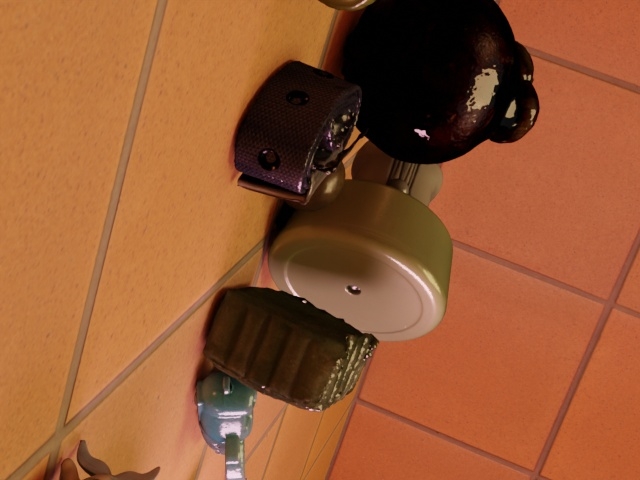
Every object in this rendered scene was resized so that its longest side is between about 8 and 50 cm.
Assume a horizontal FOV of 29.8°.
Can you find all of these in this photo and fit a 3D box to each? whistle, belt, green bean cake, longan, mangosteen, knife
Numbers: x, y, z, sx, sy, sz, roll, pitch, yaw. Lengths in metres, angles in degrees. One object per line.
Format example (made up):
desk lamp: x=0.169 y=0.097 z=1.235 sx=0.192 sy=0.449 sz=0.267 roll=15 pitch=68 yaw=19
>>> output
whistle: x=-0.146 y=0.266 z=1.839 sx=0.274 sy=0.093 sz=0.186 roll=100 pitch=-11 yaw=-63
belt: x=-0.016 y=-0.139 z=1.540 sx=0.230 sy=0.126 sz=0.140 roll=-54 pitch=162 yaw=-58
green bean cake: x=-0.041 y=0.153 z=1.761 sx=0.227 sy=0.222 sz=0.125 roll=-19 pitch=130 yaw=-73
longan: x=-0.019 y=-0.092 z=1.745 sx=0.119 sy=0.106 sz=0.106 roll=-18 pitch=-146 yaw=47
mangosteen: x=0.184 y=-0.247 z=1.842 sx=0.297 sy=0.313 sz=0.297 roll=-52 pitch=-178 yaw=3
knife: x=-0.040 y=-0.035 z=1.975 sx=0.072 sy=0.019 sz=0.245 roll=-64 pitch=167 yaw=-3

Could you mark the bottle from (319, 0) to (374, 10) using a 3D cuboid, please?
bottle: x=0.067 y=-0.388 z=1.477 sx=0.112 sy=0.112 sz=0.260 roll=102 pitch=13 yaw=-46

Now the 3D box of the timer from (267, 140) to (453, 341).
timer: x=0.098 y=-0.040 z=1.943 sx=0.291 sy=0.291 sz=0.315 roll=98 pitch=12 yaw=-56

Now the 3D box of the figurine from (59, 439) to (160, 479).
figurine: x=-0.251 y=0.320 z=1.279 sx=0.184 sy=0.128 sz=0.208 roll=103 pitch=9 yaw=-54
